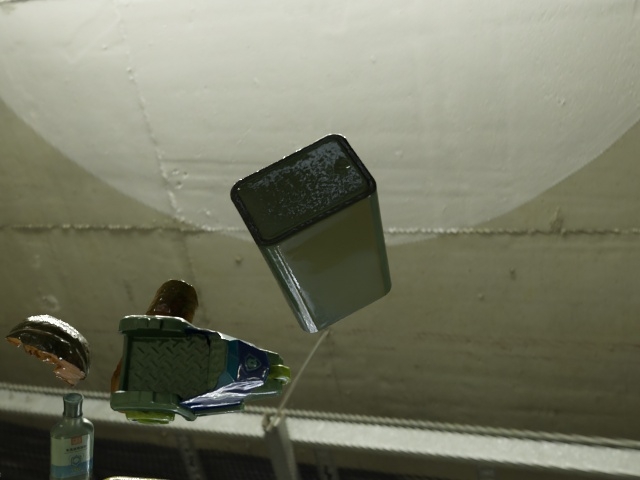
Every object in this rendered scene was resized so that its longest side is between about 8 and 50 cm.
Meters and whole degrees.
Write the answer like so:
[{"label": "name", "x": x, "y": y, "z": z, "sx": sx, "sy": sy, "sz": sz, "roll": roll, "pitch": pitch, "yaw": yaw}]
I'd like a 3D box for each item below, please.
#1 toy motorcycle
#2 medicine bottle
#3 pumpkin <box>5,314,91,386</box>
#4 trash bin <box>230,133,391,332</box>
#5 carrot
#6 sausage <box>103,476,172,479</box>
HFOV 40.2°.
[{"label": "toy motorcycle", "x": -0.224, "y": 0.238, "z": 1.643, "sx": 0.326, "sy": 0.191, "sz": 0.200, "roll": -1, "pitch": -22, "yaw": 5}, {"label": "medicine bottle", "x": -0.524, "y": 0.422, "z": 1.847, "sx": 0.054, "sy": 0.090, "sz": 0.208, "roll": 35, "pitch": -56, "yaw": 53}, {"label": "pumpkin", "x": -0.553, "y": 0.246, "z": 1.953, "sx": 0.163, "sy": 0.111, "sz": 0.278, "roll": 13, "pitch": -26, "yaw": 32}, {"label": "trash bin", "x": 0.000, "y": 0.000, "z": 1.591, "sx": 0.223, "sy": 0.158, "sz": 0.343, "roll": -28, "pitch": -33, "yaw": -5}, {"label": "carrot", "x": -0.346, "y": 0.224, "z": 1.832, "sx": 0.114, "sy": 0.302, "sz": 0.114, "roll": 10, "pitch": -43, "yaw": 10}, {"label": "sausage", "x": -0.400, "y": 0.625, "z": 2.062, "sx": 0.347, "sy": 0.123, "sz": 0.123, "roll": -2, "pitch": -62, "yaw": 25}]
